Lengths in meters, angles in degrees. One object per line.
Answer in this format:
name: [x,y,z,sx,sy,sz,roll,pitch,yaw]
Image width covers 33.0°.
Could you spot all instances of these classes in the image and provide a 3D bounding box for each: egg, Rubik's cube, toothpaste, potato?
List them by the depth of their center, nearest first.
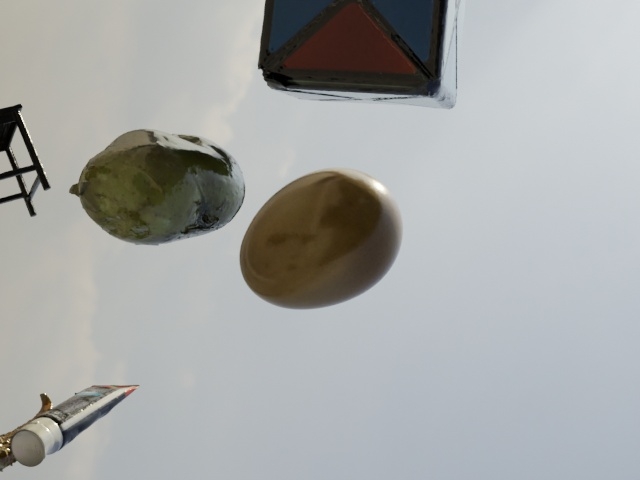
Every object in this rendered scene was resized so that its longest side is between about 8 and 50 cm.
toothpaste: [-0.287,0.206,1.274,0.193,0.071,0.045,-36,120,-67]
potato: [-0.192,-0.065,1.370,0.169,0.248,0.143,34,-71,20]
Rubik's cube: [0.068,-0.316,1.505,0.250,0.247,0.248,-8,104,-77]
egg: [0.000,0.000,2.031,0.250,0.323,0.250,63,-6,13]

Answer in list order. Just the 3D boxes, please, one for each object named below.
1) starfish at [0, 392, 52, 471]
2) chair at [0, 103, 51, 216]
starfish: [-0.419,0.248,1.241,0.247,0.138,0.050,-50,154,-55]
chair: [-0.548,-0.159,1.717,0.154,0.141,0.260,-38,-106,60]
